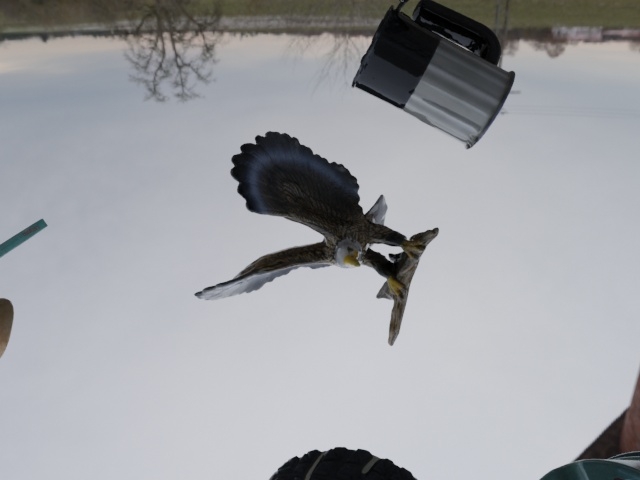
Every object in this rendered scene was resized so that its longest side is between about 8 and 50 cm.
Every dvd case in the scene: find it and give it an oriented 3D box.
[{"bbox_3d":[-0.361,0.022,0.553,0.119,0.013,0.087,-26,-161,17],"label":"dvd case"}]

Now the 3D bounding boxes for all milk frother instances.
[{"bbox_3d":[0.118,-0.176,0.470,0.134,0.129,0.143,27,178,-2],"label":"milk frother"}]

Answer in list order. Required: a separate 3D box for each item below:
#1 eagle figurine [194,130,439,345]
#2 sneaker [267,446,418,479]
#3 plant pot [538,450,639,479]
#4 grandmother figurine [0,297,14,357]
[{"bbox_3d":[0.002,-0.001,0.712,0.297,0.225,0.227,14,-112,-8],"label":"eagle figurine"},{"bbox_3d":[0.078,0.263,0.380,0.282,0.122,0.110,21,-144,14],"label":"sneaker"},{"bbox_3d":[0.472,0.471,0.753,0.334,0.341,0.341,30,-179,-40],"label":"plant pot"},{"bbox_3d":[-0.361,0.045,0.273,0.103,0.208,0.342,-20,153,29],"label":"grandmother figurine"}]
